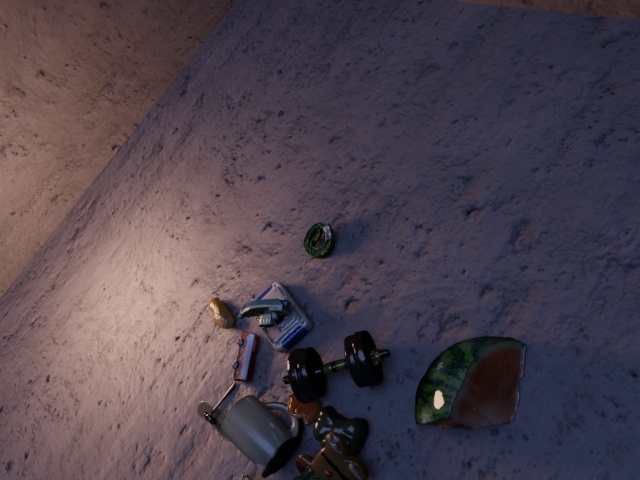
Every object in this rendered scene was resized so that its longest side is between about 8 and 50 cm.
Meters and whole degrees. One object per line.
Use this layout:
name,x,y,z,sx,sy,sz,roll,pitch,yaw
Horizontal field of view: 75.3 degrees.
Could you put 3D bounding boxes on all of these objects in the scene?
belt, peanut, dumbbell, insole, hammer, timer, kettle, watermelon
belt,0.000,0.000,1.701,0.121,0.079,0.151,13,84,20
peanut,-0.425,0.309,1.757,0.080,0.080,0.174,-43,52,2
dumbbell,0.049,0.426,1.400,0.389,0.185,0.185,-20,59,16
insole,-0.397,0.689,1.597,0.232,0.003,0.080,20,76,32
hammer,-0.381,0.625,1.611,0.065,0.021,0.178,32,78,35
timer,-0.163,0.296,1.631,0.178,0.078,0.253,-44,55,0
kettle,-0.185,0.653,1.431,0.236,0.161,0.221,29,50,33
watermelon,0.422,0.407,1.206,0.319,0.222,0.292,-1,70,26

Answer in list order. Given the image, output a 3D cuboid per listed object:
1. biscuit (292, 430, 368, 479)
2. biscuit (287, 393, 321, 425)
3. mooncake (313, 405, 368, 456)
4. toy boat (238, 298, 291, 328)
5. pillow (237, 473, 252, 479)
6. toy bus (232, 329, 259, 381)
biscuit,0.006,0.741,1.285,0.197,0.049,0.301,47,111,13
biscuit,-0.057,0.579,1.447,0.130,0.019,0.102,29,51,31
mooncake,0.065,0.614,1.348,0.175,0.104,0.168,-21,53,12
toy boat,-0.213,0.278,1.563,0.215,0.088,0.102,-7,64,21
pillow,-0.207,0.930,1.272,0.283,0.138,0.309,-8,62,49
toy bus,-0.291,0.454,1.627,0.077,0.065,0.192,2,67,15
